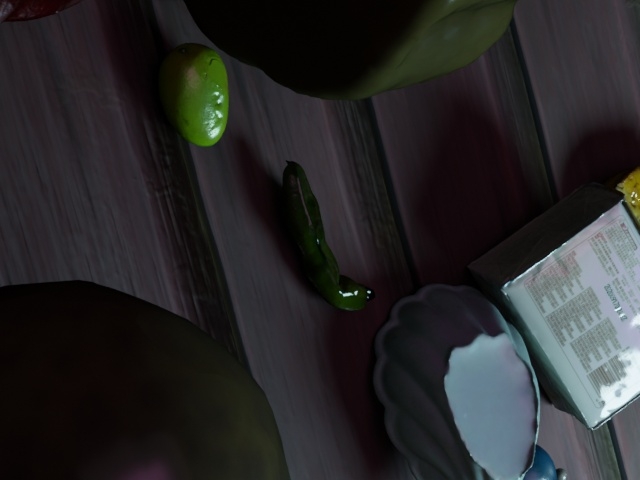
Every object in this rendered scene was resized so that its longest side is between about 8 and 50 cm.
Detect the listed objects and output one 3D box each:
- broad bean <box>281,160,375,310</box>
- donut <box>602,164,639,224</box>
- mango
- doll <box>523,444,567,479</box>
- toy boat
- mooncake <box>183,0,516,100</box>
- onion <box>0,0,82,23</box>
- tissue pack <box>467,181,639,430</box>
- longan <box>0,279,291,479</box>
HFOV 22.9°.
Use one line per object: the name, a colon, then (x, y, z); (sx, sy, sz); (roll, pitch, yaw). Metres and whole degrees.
broad bean: (-0.002, 0.007, 1.714); (0.195, 0.046, 0.061); (57, 47, -25)
donut: (0.413, -0.012, 2.006); (0.190, 0.075, 0.174); (-17, 99, -32)
mango: (-0.129, -0.148, 1.623); (0.073, 0.056, 0.108); (-25, 105, -29)
doll: (0.239, 0.296, 1.856); (0.114, 0.085, 0.152); (-29, 115, -15)
toy boat: (0.169, 0.182, 1.762); (0.200, 0.100, 0.290); (-7, 80, -23)
mooncake: (0.043, -0.376, 1.533); (0.262, 0.467, 0.466); (-18, 98, -42)
onion: (-0.281, -0.351, 1.413); (0.314, 0.232, 0.313); (3, 85, -35)
tissue pack: (0.316, 0.075, 1.867); (0.185, 0.124, 0.225); (-36, 109, -7)
longan: (-0.203, 0.231, 1.374); (0.405, 0.336, 0.404); (-1, 93, -26)
